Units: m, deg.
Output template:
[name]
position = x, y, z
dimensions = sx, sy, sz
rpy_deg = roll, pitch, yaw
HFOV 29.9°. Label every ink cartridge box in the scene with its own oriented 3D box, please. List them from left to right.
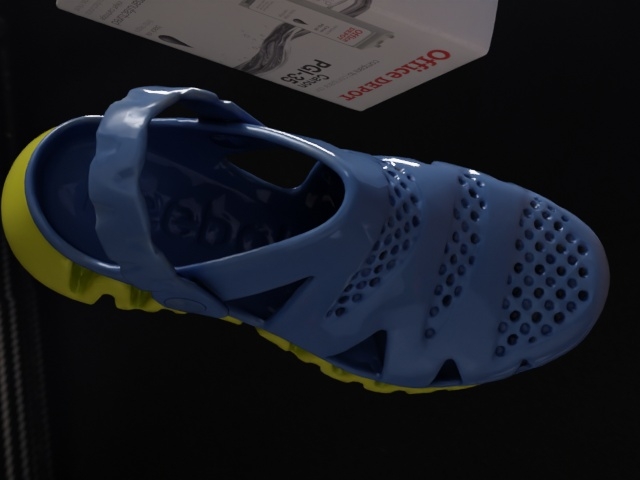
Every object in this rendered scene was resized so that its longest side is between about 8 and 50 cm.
[ink cartridge box]
position = -0.030, -0.210, 0.907
dimensions = 0.207, 0.283, 0.117
rpy_deg = -15, -118, 63

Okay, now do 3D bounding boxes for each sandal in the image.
[sandal]
position = 0.000, 0.000, 0.596
dimensions = 0.317, 0.138, 0.126
rpy_deg = 9, -105, -11
